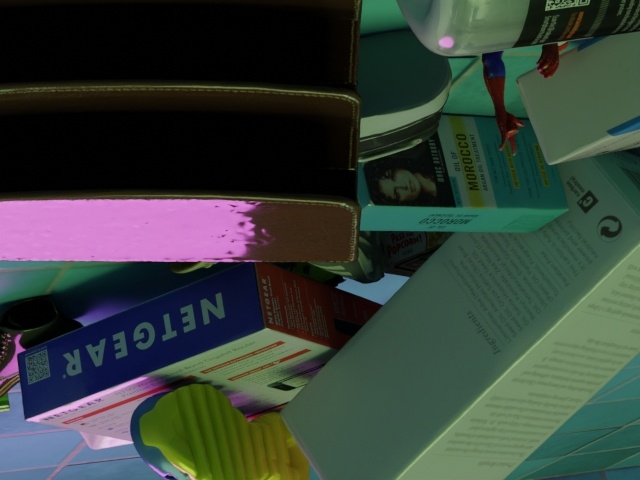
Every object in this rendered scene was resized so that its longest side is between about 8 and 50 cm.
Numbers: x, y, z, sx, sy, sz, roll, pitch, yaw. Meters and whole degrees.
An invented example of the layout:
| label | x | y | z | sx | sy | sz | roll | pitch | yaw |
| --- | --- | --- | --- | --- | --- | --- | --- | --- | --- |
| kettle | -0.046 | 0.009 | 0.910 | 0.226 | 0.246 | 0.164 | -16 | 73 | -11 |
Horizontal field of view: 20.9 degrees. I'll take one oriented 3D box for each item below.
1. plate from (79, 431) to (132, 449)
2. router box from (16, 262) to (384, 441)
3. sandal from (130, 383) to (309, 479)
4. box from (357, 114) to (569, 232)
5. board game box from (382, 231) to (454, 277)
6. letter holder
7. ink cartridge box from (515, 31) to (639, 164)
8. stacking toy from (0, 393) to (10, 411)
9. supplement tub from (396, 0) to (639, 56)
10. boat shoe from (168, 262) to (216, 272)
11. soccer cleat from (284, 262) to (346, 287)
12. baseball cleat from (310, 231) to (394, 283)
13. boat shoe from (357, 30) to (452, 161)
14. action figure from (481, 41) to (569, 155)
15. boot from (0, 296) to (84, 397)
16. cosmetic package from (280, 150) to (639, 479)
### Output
| label | x | y | z | sx | sy | sz | roll | pitch | yaw |
| --- | --- | --- | --- | --- | --- | --- | --- | --- | --- |
| plate | -0.207 | 0.227 | 2.443 | 0.278 | 0.045 | 0.277 | -11 | 164 | -3 |
| router box | -0.117 | 0.140 | 1.966 | 0.335 | 0.082 | 0.301 | -21 | 156 | 26 |
| sandal | -0.131 | 0.243 | 1.948 | 0.138 | 0.126 | 0.317 | -14 | 158 | 21 |
| box | 0.117 | -0.064 | 1.649 | 0.244 | 0.101 | 0.060 | 0 | 158 | -35 |
| board game box | 0.171 | -0.007 | 1.956 | 0.193 | 0.045 | 0.146 | -23 | 160 | 33 |
| letter holder | -0.121 | -0.088 | 1.241 | 0.301 | 0.152 | 0.214 | 0 | 161 | 0 |
| ink cartridge box | 0.291 | -0.137 | 1.489 | 0.148 | 0.086 | 0.203 | -27 | 170 | 42 |
| stacking toy | -0.323 | 0.163 | 2.166 | 0.166 | 0.052 | 0.221 | -6 | 164 | -12 |
| supplement tub | 0.201 | -0.224 | 1.047 | 0.316 | 0.194 | 0.193 | -8 | 162 | -9 |
| boat shoe | -0.099 | -0.007 | 1.763 | 0.048 | 0.056 | 0.153 | 10 | 145 | -40 |
| soccer cleat | -0.015 | 0.049 | 1.991 | 0.072 | 0.060 | 0.179 | -5 | 159 | -26 |
| baseball cleat | 0.000 | 0.000 | 1.857 | 0.109 | 0.072 | 0.206 | -4 | 162 | 22 |
| boat shoe | -0.043 | -0.092 | 1.435 | 0.306 | 0.113 | 0.105 | -17 | 150 | -14 |
| action figure | 0.122 | -0.155 | 1.321 | 0.091 | 0.139 | 0.280 | -23 | 162 | 34 |
| boot | -0.372 | 0.120 | 1.973 | 0.197 | 0.077 | 0.137 | -25 | 158 | -3 |
| cosmetic package | 0.198 | 0.103 | 1.858 | 0.453 | 0.161 | 0.230 | -47 | 149 | 20 |
